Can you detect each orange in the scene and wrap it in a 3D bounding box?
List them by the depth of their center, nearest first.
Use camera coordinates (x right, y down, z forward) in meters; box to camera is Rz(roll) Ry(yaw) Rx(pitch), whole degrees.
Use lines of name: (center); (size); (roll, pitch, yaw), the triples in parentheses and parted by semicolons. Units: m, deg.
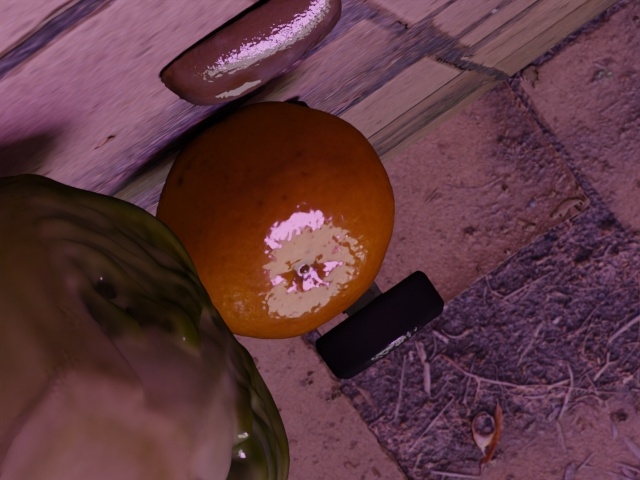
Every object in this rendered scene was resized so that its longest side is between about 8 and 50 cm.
orange: (-0.032, -0.017, 1.143); (0.159, 0.159, 0.136); (-34, -142, 0)

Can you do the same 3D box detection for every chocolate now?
chocolate: (-0.030, -0.095, 0.873); (0.101, 0.031, 0.064); (-33, 173, -6)

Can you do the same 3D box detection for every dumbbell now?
dumbbell: (0.000, 0.000, 1.298); (0.100, 0.191, 0.100); (-34, 178, -1)

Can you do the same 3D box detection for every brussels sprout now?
brussels sprout: (-0.126, 0.083, 0.778); (0.210, 0.219, 0.271); (-37, -166, -11)
